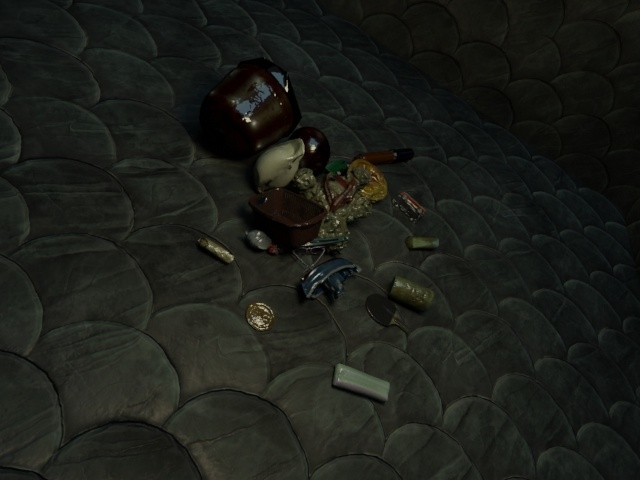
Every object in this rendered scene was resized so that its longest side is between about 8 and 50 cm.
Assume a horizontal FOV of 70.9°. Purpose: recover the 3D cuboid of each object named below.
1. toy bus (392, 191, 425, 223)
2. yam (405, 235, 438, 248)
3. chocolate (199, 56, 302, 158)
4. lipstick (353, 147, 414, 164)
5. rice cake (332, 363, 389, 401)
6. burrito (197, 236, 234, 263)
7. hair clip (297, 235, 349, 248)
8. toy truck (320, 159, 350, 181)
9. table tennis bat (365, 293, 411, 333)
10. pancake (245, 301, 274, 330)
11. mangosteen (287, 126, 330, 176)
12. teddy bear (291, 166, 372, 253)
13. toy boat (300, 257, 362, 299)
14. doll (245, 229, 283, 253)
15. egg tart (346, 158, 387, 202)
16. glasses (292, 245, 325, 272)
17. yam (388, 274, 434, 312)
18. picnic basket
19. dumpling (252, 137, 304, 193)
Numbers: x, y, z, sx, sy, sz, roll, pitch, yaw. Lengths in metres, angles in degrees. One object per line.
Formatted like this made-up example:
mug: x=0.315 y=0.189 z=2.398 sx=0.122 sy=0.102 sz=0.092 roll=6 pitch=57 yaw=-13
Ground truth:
toy bus: x=0.449 y=-0.173 z=2.270 sx=0.174 sy=0.079 sz=0.077 roll=43 pitch=38 yaw=5
yam: x=0.494 y=0.009 z=2.163 sx=0.169 sy=0.068 sz=0.069 roll=1 pitch=57 yaw=-30
chocolate: x=-0.321 y=-0.523 z=1.876 sx=0.383 sy=0.384 sz=0.331 roll=37 pitch=47 yaw=-2
lipstick: x=0.344 y=-0.445 z=2.404 sx=0.418 sy=0.077 sz=0.077 roll=-14 pitch=65 yaw=-36
rice cake: x=0.148 y=0.513 z=1.608 sx=0.221 sy=0.042 sz=0.080 roll=24 pitch=47 yaw=-15
burrito: x=-0.383 y=0.035 z=1.641 sx=0.149 sy=0.055 sz=0.041 roll=34 pitch=77 yaw=-7
hair clip: x=0.000 y=0.000 z=1.803 sx=0.229 sy=0.070 sz=0.039 roll=-7 pitch=83 yaw=5
toy truck: x=0.078 y=-0.336 z=2.175 sx=0.079 sy=0.065 sz=0.147 roll=44 pitch=48 yaw=10
table tennis bat: x=0.280 y=0.306 z=1.853 sx=0.220 sy=0.019 sz=0.130 roll=38 pitch=48 yaw=1
pancake: x=-0.213 y=0.270 z=1.594 sx=0.114 sy=0.011 sz=0.115 roll=15 pitch=51 yaw=-19
mangosteen: x=-0.096 y=-0.387 z=2.015 sx=0.288 sy=0.231 sz=0.232 roll=-12 pitch=62 yaw=-14
teddy bear: x=0.053 y=-0.125 z=1.912 sx=0.356 sy=0.225 sz=0.368 roll=0 pitch=57 yaw=-8
toy boat: x=0.051 y=0.157 z=1.752 sx=0.309 sy=0.129 sz=0.142 roll=-22 pitch=60 yaw=-41
doll: x=-0.218 y=0.007 z=1.745 sx=0.180 sy=0.079 sz=0.094 roll=25 pitch=33 yaw=-30
egg tart: x=0.216 y=-0.279 z=2.178 sx=0.240 sy=0.106 sz=0.241 roll=17 pitch=55 yaw=-26
glasses: x=-0.040 y=0.080 z=1.795 sx=0.139 sy=0.063 sz=0.104 roll=-1 pitch=60 yaw=-21
yam: x=0.377 y=0.223 z=1.911 sx=0.193 sy=0.107 sz=0.107 roll=24 pitch=48 yaw=-12
picnic basket: x=-0.130 y=-0.082 z=1.756 sx=0.296 sy=0.129 sz=0.222 roll=27 pitch=37 yaw=33
dumpling: x=-0.178 y=-0.327 z=1.892 sx=0.243 sy=0.175 sz=0.227 roll=-14 pitch=45 yaw=-1
